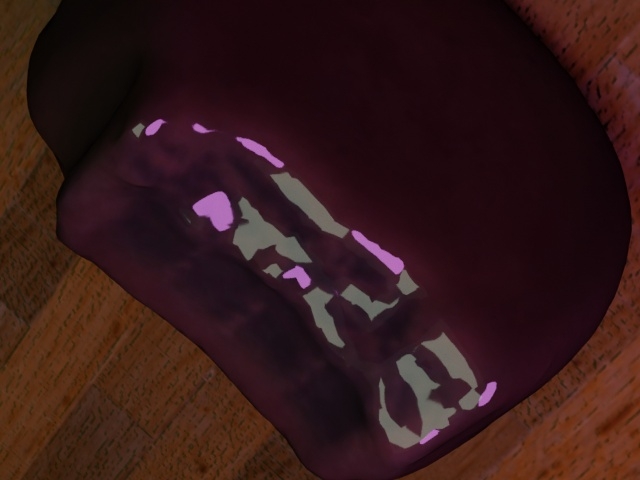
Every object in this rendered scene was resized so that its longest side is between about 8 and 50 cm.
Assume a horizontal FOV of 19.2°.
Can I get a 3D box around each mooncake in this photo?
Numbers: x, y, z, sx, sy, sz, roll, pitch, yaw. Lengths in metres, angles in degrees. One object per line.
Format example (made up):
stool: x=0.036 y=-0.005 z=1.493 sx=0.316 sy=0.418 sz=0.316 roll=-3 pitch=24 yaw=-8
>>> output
mooncake: x=0.007 y=-0.025 z=1.022 sx=0.326 sy=0.333 sz=0.174 roll=18 pitch=140 yaw=-30
